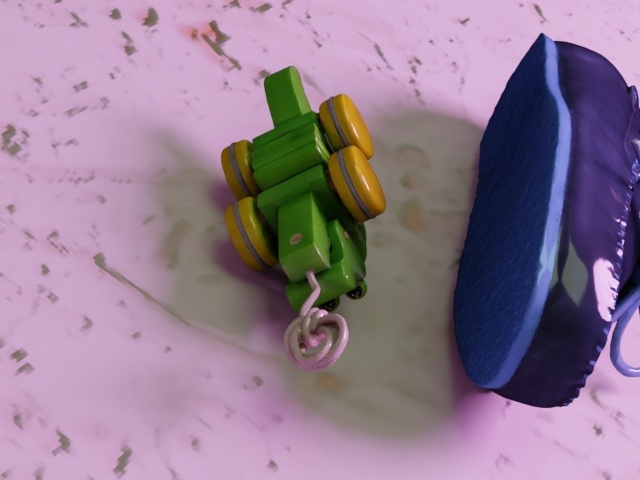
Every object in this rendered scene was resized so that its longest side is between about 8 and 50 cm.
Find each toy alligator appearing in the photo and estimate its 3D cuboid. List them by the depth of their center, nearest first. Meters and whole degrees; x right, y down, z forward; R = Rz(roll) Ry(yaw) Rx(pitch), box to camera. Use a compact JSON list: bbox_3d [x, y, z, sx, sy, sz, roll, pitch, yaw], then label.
[{"bbox_3d":[0.000,0.000,0.688,0.051,0.056,0.189,56,15,-35],"label":"toy alligator"}]

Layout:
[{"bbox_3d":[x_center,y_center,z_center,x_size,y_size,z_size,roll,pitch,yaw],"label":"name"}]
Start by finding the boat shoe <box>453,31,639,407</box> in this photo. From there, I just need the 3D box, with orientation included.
[{"bbox_3d":[0.116,-0.016,0.739,0.089,0.109,0.258,27,34,-5],"label":"boat shoe"}]
